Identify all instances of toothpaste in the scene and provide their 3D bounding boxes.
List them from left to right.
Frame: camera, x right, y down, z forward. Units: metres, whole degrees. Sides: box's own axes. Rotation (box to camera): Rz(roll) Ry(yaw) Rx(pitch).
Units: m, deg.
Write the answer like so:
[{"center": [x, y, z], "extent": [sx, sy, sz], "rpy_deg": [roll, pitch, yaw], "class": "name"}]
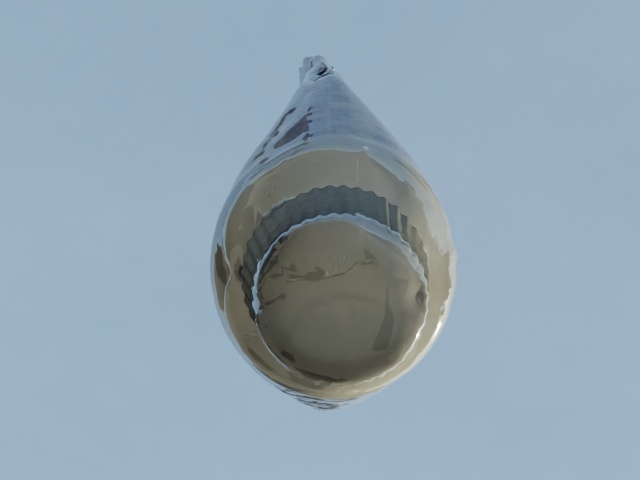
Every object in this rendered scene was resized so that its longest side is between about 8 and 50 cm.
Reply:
[{"center": [0.001, -0.002, 0.590], "extent": [0.068, 0.282, 0.099], "rpy_deg": [28, -86, -5], "class": "toothpaste"}]
